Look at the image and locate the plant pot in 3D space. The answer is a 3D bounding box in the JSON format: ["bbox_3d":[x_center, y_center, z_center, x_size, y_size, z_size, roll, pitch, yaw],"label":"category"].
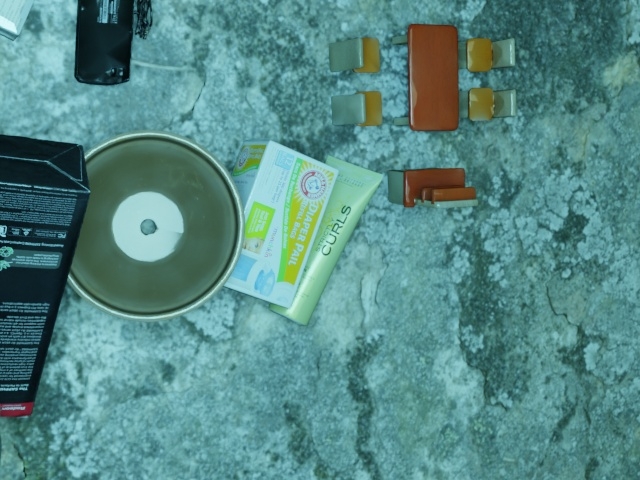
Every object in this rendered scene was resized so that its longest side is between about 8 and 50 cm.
[{"bbox_3d":[-0.218,-0.018,1.254,0.237,0.110,0.237,0,90,-9],"label":"plant pot"}]

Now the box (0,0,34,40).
[{"bbox_3d":[-0.338,-0.406,1.203,0.067,0.063,0.324,23,85,-23],"label":"box"}]

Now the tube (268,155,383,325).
[{"bbox_3d":[0.000,0.000,1.393,0.070,0.062,0.240,27,85,-17],"label":"tube"}]

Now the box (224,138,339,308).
[{"bbox_3d":[-0.073,-0.025,1.336,0.114,0.103,0.203,21,86,-24],"label":"box"}]

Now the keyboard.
[{"bbox_3d":[-0.262,-0.295,1.273,0.100,0.038,0.192,5,94,-2],"label":"keyboard"}]

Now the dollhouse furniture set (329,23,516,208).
[{"bbox_3d":[0.162,-0.179,1.412,0.262,0.135,0.259,-5,97,-24],"label":"dollhouse furniture set"}]

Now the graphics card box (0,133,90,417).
[{"bbox_3d":[-0.409,0.047,1.092,0.233,0.094,0.371,5,131,-24],"label":"graphics card box"}]
